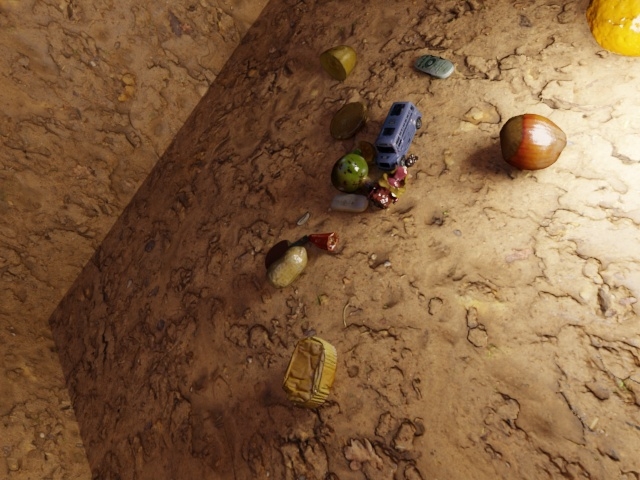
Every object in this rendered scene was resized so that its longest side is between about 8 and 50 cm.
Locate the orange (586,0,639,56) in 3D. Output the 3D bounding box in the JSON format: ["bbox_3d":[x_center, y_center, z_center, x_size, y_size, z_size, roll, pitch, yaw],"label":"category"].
[{"bbox_3d":[1.038,-0.747,1.374,0.340,0.293,0.340,-26,56,47],"label":"orange"}]

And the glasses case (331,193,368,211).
[{"bbox_3d":[0.128,-0.167,1.950,0.193,0.049,0.074,9,72,41],"label":"glasses case"}]

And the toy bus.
[{"bbox_3d":[0.323,-0.447,1.894,0.125,0.133,0.292,13,75,43],"label":"toy bus"}]

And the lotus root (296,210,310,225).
[{"bbox_3d":[-0.080,-0.101,2.098,0.083,0.030,0.037,-41,15,10],"label":"lotus root"}]

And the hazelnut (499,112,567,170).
[{"bbox_3d":[0.711,-0.344,1.483,0.210,0.186,0.210,-35,31,24],"label":"hazelnut"}]

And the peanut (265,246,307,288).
[{"bbox_3d":[-0.145,0.119,1.960,0.224,0.129,0.129,-42,45,0],"label":"peanut"}]

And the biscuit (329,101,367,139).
[{"bbox_3d":[0.142,-0.596,2.194,0.226,0.042,0.226,-18,55,29],"label":"biscuit"}]

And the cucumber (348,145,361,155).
[{"bbox_3d":[0.142,-0.381,2.009,0.107,0.035,0.067,-38,16,24],"label":"cucumber"}]

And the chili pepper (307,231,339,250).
[{"bbox_3d":[0.000,-0.005,1.957,0.169,0.065,0.088,11,72,46],"label":"chili pepper"}]

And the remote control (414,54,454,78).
[{"bbox_3d":[0.517,-0.791,1.999,0.097,0.045,0.256,-44,43,9],"label":"remote control"}]

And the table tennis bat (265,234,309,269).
[{"bbox_3d":[-0.163,0.052,2.085,0.274,0.021,0.154,-33,49,23],"label":"table tennis bat"}]

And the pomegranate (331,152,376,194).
[{"bbox_3d":[0.148,-0.281,1.938,0.179,0.210,0.179,-50,15,19],"label":"pomegranate"}]

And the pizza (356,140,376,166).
[{"bbox_3d":[0.198,-0.387,2.022,0.134,0.046,0.175,-34,44,26],"label":"pizza"}]

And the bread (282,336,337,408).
[{"bbox_3d":[-0.034,0.492,1.642,0.179,0.133,0.250,-4,65,37],"label":"bread"}]

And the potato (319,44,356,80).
[{"bbox_3d":[0.115,-0.975,2.362,0.158,0.178,0.203,-48,25,-14],"label":"potato"}]

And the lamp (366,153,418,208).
[{"bbox_3d":[0.305,-0.244,1.810,0.253,0.118,0.118,-55,45,2],"label":"lamp"}]
